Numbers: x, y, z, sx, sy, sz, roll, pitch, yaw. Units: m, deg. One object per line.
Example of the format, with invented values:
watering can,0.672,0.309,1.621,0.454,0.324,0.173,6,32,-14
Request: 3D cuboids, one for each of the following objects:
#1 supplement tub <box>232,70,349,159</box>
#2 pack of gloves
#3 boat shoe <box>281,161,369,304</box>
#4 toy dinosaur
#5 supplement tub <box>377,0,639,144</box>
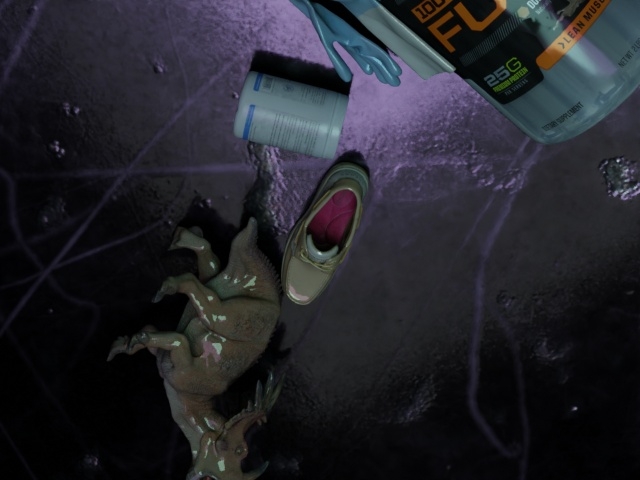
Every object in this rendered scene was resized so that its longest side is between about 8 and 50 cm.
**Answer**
supplement tub,-0.030,-0.126,1.750,0.107,0.071,0.071,15,115,-1
pack of gloves,0.000,-0.214,1.642,0.232,0.195,0.046,40,82,-13
boat shoe,0.000,0.000,1.811,0.063,0.059,0.170,20,115,-4
toy dinosaur,-0.099,0.107,1.841,0.200,0.127,0.296,26,105,-12
supplement tub,0.154,-0.265,1.594,0.338,0.207,0.207,39,112,-12
